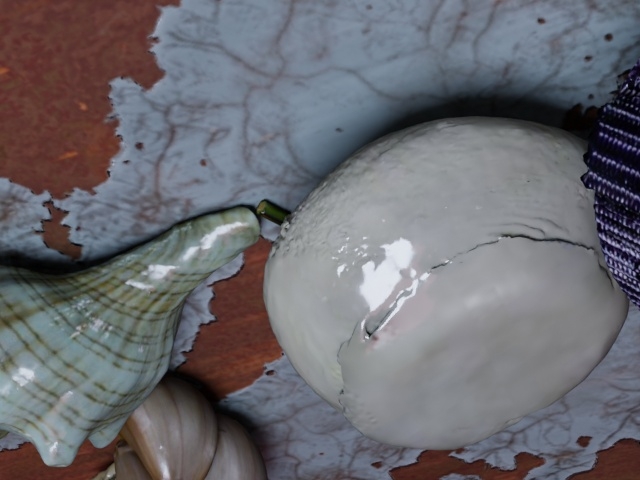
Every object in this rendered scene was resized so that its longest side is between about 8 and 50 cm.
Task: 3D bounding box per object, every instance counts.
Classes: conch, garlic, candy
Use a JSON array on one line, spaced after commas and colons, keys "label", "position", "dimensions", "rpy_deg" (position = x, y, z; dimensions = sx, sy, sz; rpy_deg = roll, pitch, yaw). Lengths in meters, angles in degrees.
[{"label": "conch", "position": [-0.219, 0.102, 0.904], "dimensions": [0.386, 0.169, 0.203], "rpy_deg": [-15, 141, 12]}, {"label": "garlic", "position": [-0.125, 0.234, 1.050], "dimensions": [0.160, 0.191, 0.214], "rpy_deg": [-2, 128, -36]}, {"label": "candy", "position": [0.097, 0.020, 0.826], "dimensions": [0.295, 0.185, 0.295], "rpy_deg": [-12, 127, -16]}]

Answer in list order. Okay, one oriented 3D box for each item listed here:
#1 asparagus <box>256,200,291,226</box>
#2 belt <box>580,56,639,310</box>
[{"label": "asparagus", "position": [0.000, 0.000, 0.917], "dimensions": [0.127, 0.015, 0.018], "rpy_deg": [30, 135, -27]}, {"label": "belt", "position": [0.331, -0.035, 0.761], "dimensions": [0.325, 0.122, 0.260], "rpy_deg": [31, 92, -35]}]
